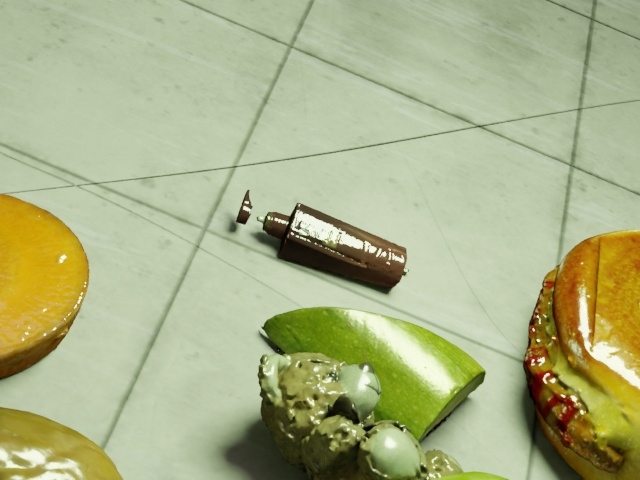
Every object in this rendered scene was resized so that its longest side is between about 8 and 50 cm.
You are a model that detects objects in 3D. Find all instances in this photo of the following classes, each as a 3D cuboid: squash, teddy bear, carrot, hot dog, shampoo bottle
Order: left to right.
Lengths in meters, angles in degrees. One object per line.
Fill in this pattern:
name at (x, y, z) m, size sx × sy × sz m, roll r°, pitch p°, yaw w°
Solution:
carrot at (-0.425, 0.057, 1.624) m, size 0.307 × 0.100 × 0.258 m, roll -13°, pitch 54°, yaw -27°
shampoo bottle at (0.001, -0.002, 1.911) m, size 0.236 × 0.067 × 0.068 m, roll 19°, pitch 49°, yaw -7°
teddy bear at (0.032, 0.227, 1.611) m, size 0.256 × 0.156 × 0.267 m, roll 55°, pitch 9°, yaw 30°
squash at (0.072, 0.129, 1.783) m, size 0.252 × 0.093 × 0.169 m, roll 39°, pitch 43°, yaw 16°
hot dog at (0.381, 0.140, 1.854) m, size 0.223 × 0.185 × 0.405 m, roll 23°, pitch 40°, yaw -5°

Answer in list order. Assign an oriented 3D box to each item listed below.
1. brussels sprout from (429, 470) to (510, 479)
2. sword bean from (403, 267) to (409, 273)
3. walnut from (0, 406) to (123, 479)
brussels sprout at (0.143, 0.388, 1.420) m, size 0.328 × 0.247 × 0.328 m, roll 14°, pitch 64°, yaw -30°
sword bean at (0.084, 0.030, 1.962) m, size 0.083 × 0.012 × 0.012 m, roll 19°, pitch 40°, yaw -6°
walnut at (-0.306, 0.300, 1.262) m, size 0.333 × 0.333 × 0.333 m, roll 14°, pitch 41°, yaw -13°
